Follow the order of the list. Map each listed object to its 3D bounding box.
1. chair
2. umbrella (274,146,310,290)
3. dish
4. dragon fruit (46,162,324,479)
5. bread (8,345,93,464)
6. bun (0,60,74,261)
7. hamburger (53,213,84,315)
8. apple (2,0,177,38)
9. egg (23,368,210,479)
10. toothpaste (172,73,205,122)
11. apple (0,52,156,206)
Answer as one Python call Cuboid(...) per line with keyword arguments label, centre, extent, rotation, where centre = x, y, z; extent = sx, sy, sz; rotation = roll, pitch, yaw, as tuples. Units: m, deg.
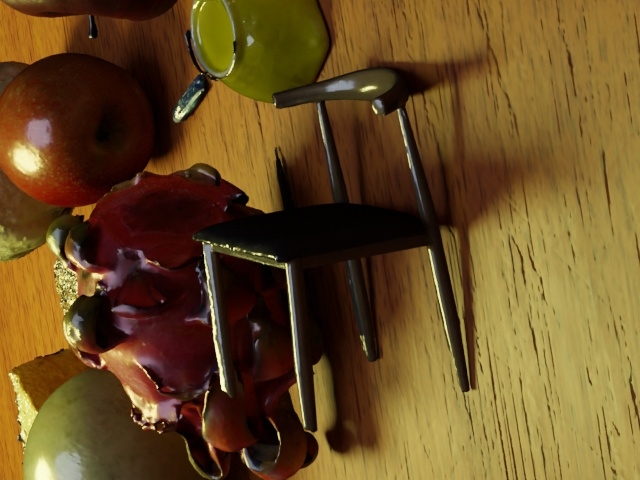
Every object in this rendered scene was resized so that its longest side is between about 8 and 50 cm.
Cuboid(label="chair", centre=(0.000, 0.000, 1.382), extent=(0.188, 0.166, 0.272), rotation=(11, 110, 61))
Cuboid(label="umbrella", centre=(-0.028, -0.020, 1.595), extent=(0.022, 0.022, 0.149), rotation=(85, 172, -71))
Cuboid(label="dish", centre=(-0.073, -0.199, 1.549), extent=(0.207, 0.080, 0.149), rotation=(23, 119, 57))
Cuboid(label="dragon fruit", centre=(-0.119, 0.084, 1.568), extent=(0.307, 0.227, 0.243), rotation=(59, 175, 24))
Cuboid(label="bread", centre=(-0.307, 0.267, 2.120), extent=(0.134, 0.129, 0.260), rotation=(-6, 95, 56))
Cuboid(label="bun", centre=(-0.361, -0.085, 2.018), extent=(0.259, 0.152, 0.259), rotation=(-167, 90, -86))
Cuboid(label="hamburger", centre=(-0.267, 0.052, 1.997), extent=(0.189, 0.093, 0.164), rotation=(31, 127, 58))
Cuboid(label="apple", centre=(-0.229, -0.318, 1.657), extent=(0.234, 0.234, 0.234), rotation=(32, 127, 55))
Cuboid(label="egg", centre=(-0.223, 0.270, 1.858), extent=(0.218, 0.218, 0.295), rotation=(58, 154, 35))
Cuboid(label="toothpaste", centre=(-0.140, -0.149, 1.760), extent=(0.083, 0.019, 0.027), rotation=(132, 140, -53))
Cuboid(label="apple", centre=(-0.274, -0.122, 1.858), extent=(0.168, 0.181, 0.181), rotation=(10, 109, 47))
